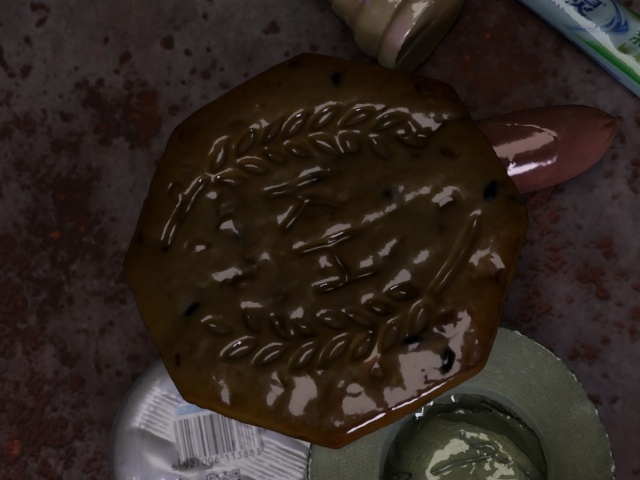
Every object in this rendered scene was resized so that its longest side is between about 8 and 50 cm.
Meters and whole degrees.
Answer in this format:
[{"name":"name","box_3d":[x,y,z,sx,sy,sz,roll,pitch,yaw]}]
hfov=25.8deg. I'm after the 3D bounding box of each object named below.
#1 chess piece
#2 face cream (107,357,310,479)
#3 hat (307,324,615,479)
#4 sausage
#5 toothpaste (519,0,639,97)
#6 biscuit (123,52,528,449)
[{"name":"chess piece","box_3d":[-0.048,-0.310,1.320,0.397,0.117,0.117,38,88,14]},{"name":"face cream","box_3d":[-0.082,0.190,1.243,0.206,0.111,0.205,-1,82,6]},{"name":"hat","box_3d":[0.123,0.204,1.199,0.257,0.130,0.257,-2,75,8]},{"name":"sausage","box_3d":[0.066,-0.052,1.272,0.433,0.088,0.087,-15,79,6]},{"name":"toothpaste","box_3d":[0.258,-0.197,1.291,0.297,0.048,0.074,38,85,8]},{"name":"biscuit","box_3d":[0.000,-0.001,1.197,0.359,0.046,0.359,-4,69,11]}]
